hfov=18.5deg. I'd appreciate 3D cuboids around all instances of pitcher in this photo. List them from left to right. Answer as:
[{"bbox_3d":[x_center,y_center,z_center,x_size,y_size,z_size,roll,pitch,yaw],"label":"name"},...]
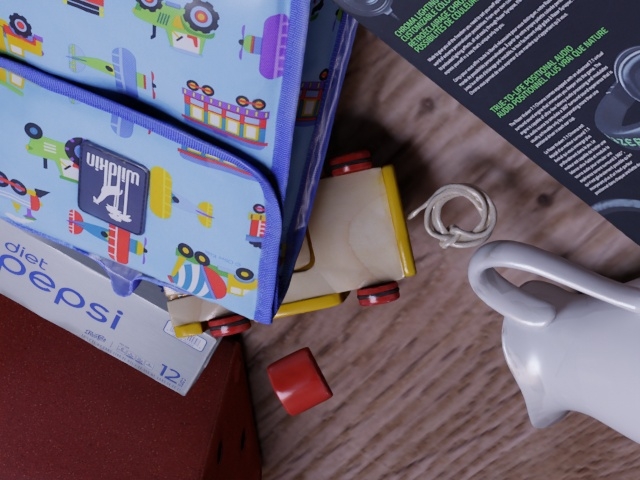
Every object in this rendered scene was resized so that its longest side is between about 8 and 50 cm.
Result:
[{"bbox_3d":[0.204,0.061,1.220,0.207,0.125,0.178,3,149,40],"label":"pitcher"}]

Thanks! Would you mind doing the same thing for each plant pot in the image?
[{"bbox_3d":[-0.182,0.188,1.509,0.236,0.267,0.267,4,137,11],"label":"plant pot"}]

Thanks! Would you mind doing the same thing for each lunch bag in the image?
[{"bbox_3d":[-0.104,-0.092,1.179,0.221,0.138,0.293,19,127,12],"label":"lunch bag"}]

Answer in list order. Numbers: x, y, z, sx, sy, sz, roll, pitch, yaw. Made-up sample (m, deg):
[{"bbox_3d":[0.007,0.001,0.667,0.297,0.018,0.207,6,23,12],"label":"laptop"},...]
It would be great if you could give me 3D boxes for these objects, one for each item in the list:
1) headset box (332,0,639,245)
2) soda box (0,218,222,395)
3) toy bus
[{"bbox_3d":[0.150,-0.157,0.912,0.283,0.246,0.131,37,141,-12],"label":"headset box"},{"bbox_3d":[-0.188,-0.012,1.399,0.286,0.098,0.091,30,144,-1],"label":"soda box"},{"bbox_3d":[-0.013,-0.003,1.296,0.202,0.104,0.191,34,98,1],"label":"toy bus"}]
